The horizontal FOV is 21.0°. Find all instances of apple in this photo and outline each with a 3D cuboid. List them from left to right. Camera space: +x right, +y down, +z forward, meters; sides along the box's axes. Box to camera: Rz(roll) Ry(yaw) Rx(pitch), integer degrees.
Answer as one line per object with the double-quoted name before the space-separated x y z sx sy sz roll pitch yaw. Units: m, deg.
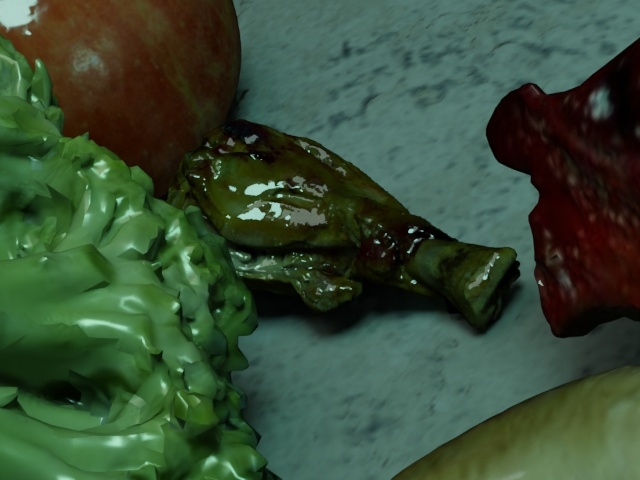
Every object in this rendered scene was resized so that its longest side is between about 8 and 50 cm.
"apple" -0.147 -0.096 0.849 0.209 0.164 0.209 -21 33 15

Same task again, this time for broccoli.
"broccoli" -0.174 -0.013 0.547 0.275 0.397 0.353 -48 27 -26

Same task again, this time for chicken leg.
"chicken leg" 0.000 0.000 0.689 0.178 0.070 0.093 19 31 38

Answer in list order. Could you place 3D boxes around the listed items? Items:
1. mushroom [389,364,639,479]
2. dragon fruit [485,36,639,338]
"mushroom" 0.062 0.148 0.345 0.278 0.146 0.278 -19 41 18
"dragon fruit" 0.230 -0.011 0.473 0.329 0.286 0.228 -33 63 44
